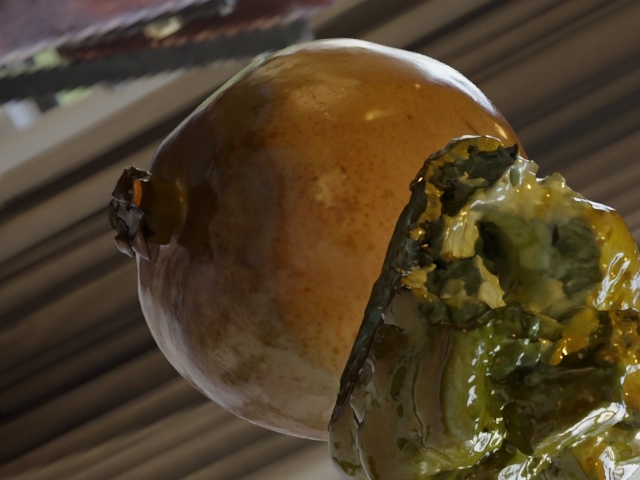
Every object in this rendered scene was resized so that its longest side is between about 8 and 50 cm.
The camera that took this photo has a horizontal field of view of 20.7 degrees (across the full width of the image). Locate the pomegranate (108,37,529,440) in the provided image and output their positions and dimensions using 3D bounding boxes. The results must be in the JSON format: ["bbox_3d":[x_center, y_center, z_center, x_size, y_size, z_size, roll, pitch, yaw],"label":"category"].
[{"bbox_3d":[0.000,0.000,1.256,0.319,0.319,0.319,59,11,-20],"label":"pomegranate"}]

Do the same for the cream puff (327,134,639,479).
[{"bbox_3d":[0.103,0.070,0.969,0.195,0.194,0.221,56,38,-30],"label":"cream puff"}]
